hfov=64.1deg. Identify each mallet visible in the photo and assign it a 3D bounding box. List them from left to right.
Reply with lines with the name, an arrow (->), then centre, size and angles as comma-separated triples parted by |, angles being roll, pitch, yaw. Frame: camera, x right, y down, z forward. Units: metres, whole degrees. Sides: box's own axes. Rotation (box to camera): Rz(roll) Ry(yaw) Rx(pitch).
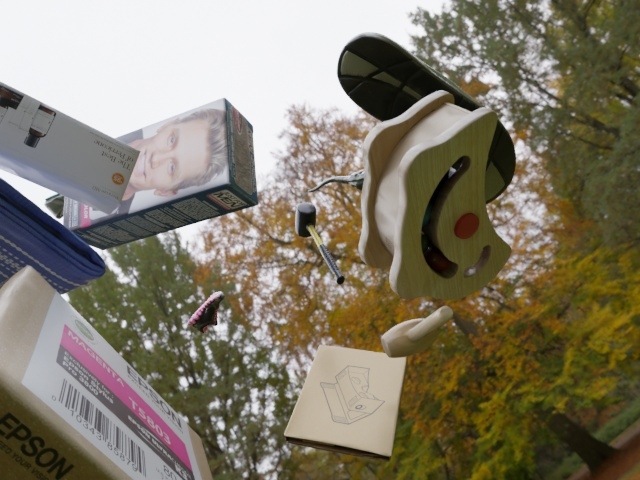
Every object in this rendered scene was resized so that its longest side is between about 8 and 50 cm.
mallet -> 0.000, 0.000, 0.897 | 0.039, 0.189, 0.062 | -12, -54, -19

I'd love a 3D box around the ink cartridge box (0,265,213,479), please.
ink cartridge box -> -0.169, 0.146, 0.358 | 0.088, 0.193, 0.234 | -39, -67, -10

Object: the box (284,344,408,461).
box -> 0.050, 0.257, 0.840 | 0.201, 0.165, 0.021 | -63, -28, -54

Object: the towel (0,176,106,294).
towel -> -0.409, -0.006, 0.551 | 0.336, 0.040, 0.243 | -16, -50, 35

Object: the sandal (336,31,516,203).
sandal -> 0.155, -0.174, 0.710 | 0.120, 0.303, 0.086 | -43, 10, 25

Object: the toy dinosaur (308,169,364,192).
toy dinosaur -> 0.105, -0.145, 1.238 | 0.118, 0.268, 0.064 | -12, -83, -47

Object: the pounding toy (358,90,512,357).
pounding toy -> 0.141, 0.001, 0.520 | 0.154, 0.155, 0.269 | -15, -56, -22

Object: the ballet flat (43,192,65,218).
ballet flat -> -0.550, -0.113, 1.197 | 0.213, 0.072, 0.068 | -25, -73, 17

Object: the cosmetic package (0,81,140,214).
cosmetic package -> -0.385, -0.132, 0.711 | 0.239, 0.098, 0.060 | 26, -26, -31

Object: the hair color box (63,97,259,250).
hair color box -> -0.292, -0.112, 0.926 | 0.347, 0.173, 0.105 | -14, -23, 18

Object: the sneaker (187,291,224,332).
sneaker -> -0.248, 0.166, 1.161 | 0.119, 0.057, 0.047 | -46, 5, 22
